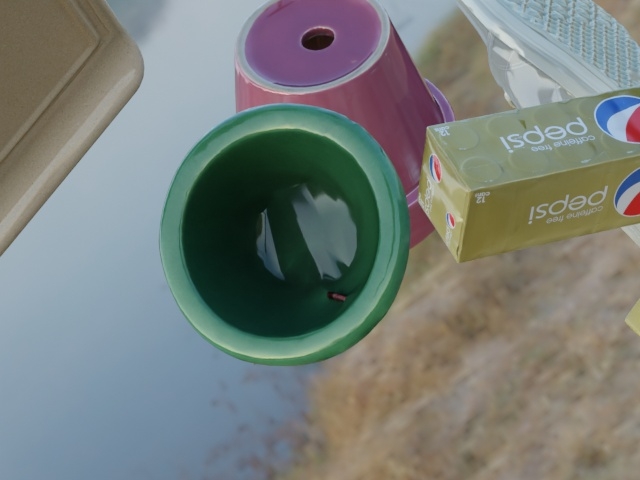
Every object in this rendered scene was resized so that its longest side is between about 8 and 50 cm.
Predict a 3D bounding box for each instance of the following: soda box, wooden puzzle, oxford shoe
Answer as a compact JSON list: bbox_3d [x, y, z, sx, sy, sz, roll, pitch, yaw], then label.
[{"bbox_3d":[0.151,-0.043,1.168,0.181,0.058,0.061,-13,45,-19],"label":"soda box"},{"bbox_3d":[-0.200,-0.068,0.940,0.044,0.238,0.221,33,79,29],"label":"wooden puzzle"},{"bbox_3d":[0.233,-0.129,1.818,0.169,0.449,0.130,-1,-52,-39],"label":"oxford shoe"}]

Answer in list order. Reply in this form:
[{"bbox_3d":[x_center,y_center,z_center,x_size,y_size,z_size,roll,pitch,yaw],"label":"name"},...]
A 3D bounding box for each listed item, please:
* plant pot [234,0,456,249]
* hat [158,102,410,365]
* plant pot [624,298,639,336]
[{"bbox_3d":[0.009,-0.106,1.657,0.201,0.180,0.201,-8,49,9],"label":"plant pot"},{"bbox_3d":[0.000,0.000,1.379,0.208,0.173,0.183,-3,-3,26],"label":"hat"},{"bbox_3d":[0.382,0.088,2.067,0.081,0.081,0.083,-57,27,18],"label":"plant pot"}]
